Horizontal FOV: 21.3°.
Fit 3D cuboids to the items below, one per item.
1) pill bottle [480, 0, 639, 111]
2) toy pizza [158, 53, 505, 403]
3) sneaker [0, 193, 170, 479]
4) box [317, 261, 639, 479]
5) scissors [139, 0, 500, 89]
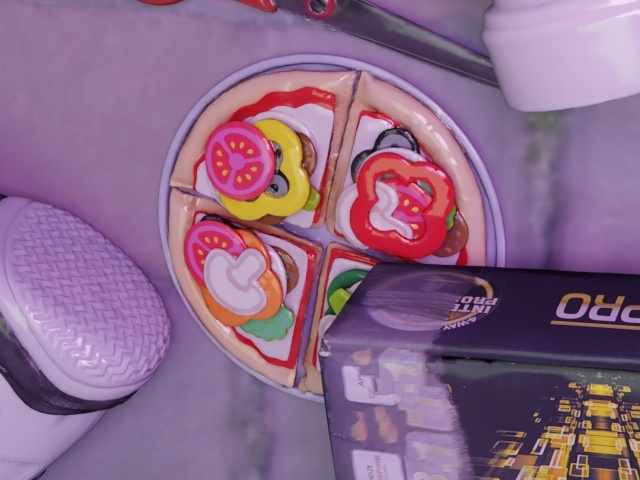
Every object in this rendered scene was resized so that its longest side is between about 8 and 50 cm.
[{"bbox_3d":[0.096,-0.215,0.719,0.169,0.169,0.302,-13,104,26],"label":"pill bottle"},{"bbox_3d":[0.000,0.000,0.914,0.201,0.032,0.201,7,112,19],"label":"toy pizza"},{"bbox_3d":[-0.280,0.027,0.977,0.365,0.137,0.210,35,115,3],"label":"sneaker"},{"bbox_3d":[0.181,0.207,0.859,0.318,0.097,0.395,5,118,23],"label":"box"},{"bbox_3d":[-0.019,-0.125,0.886,0.297,0.021,0.109,38,116,4],"label":"scissors"}]
